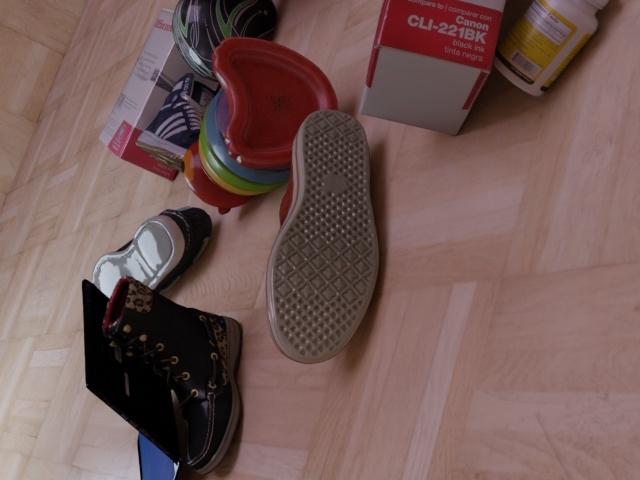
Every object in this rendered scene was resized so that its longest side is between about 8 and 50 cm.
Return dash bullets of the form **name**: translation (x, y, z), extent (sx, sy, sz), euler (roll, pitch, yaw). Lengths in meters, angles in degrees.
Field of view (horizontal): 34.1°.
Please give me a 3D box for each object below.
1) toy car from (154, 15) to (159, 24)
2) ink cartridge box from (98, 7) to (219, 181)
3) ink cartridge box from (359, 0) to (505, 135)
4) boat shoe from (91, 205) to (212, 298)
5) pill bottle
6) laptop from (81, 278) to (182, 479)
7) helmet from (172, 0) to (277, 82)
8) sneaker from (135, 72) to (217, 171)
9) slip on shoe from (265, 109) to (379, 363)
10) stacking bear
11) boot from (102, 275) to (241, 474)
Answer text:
- **toy car**: translation (-0.308, -0.464, 2.226), extent (0.225, 0.053, 0.239), euler (3, 69, 62)
- **ink cartridge box**: translation (-0.286, -0.274, 1.942), extent (0.283, 0.117, 0.207), euler (-63, 26, 4)
- **ink cartridge box**: translation (0.128, -0.272, 1.065), extent (0.197, 0.114, 0.272), euler (101, -178, -78)
- **boat shoe**: translation (-0.271, 0.038, 1.675), extent (0.302, 0.091, 0.114), euler (-30, 86, 48)
- **pill bottle**: translation (0.221, -0.200, 0.991), extent (0.116, 0.065, 0.065), euler (-51, 29, 24)
- **laptop**: translation (-0.264, 0.226, 1.360), extent (0.137, 0.264, 0.234), euler (-36, 32, 8)
- **helmet**: translation (-0.169, -0.354, 1.765), extent (0.169, 0.169, 0.161), euler (-12, 39, 59)
- **sneaker**: translation (-0.202, -0.188, 1.733), extent (0.153, 0.099, 0.282), euler (-56, 33, -6)
- **slip on shoe**: translation (0.000, 0.000, 1.191), extent (0.101, 0.123, 0.331), euler (111, 167, -52)
- **stacking bear**: translation (-0.104, -0.131, 1.436), extent (0.289, 0.164, 0.175), euler (141, 123, -60)
- **boot**: translation (-0.190, 0.163, 1.299), extent (0.085, 0.179, 0.236), euler (-40, 34, 33)
